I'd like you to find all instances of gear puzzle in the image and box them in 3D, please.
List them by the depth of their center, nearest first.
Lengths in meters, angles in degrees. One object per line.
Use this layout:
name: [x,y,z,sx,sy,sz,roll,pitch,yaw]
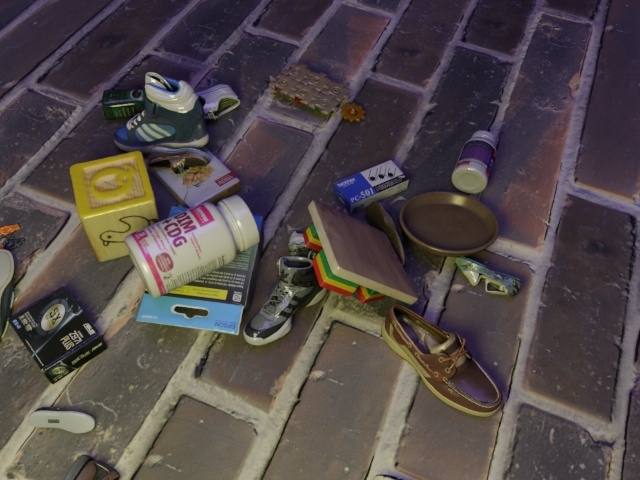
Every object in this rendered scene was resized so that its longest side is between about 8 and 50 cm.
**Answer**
gear puzzle: [0.005,-0.487,1.999,0.339,0.044,0.175,29,56,13]

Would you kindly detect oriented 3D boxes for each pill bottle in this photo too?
pill bottle: [-0.300,0.006,1.402,0.283,0.160,0.160,-27,60,-20]
pill bottle: [0.477,-0.245,1.807,0.108,0.108,0.193,20,56,11]

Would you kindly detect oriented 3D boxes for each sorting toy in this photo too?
sorting toy: [0.084,0.049,1.461,0.256,0.089,0.257,23,29,-32]

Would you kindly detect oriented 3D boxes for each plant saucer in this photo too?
plant saucer: [0.360,-0.044,1.664,0.278,0.041,0.277,0,41,0]

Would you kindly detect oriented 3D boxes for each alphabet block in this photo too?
alphabet block: [-0.535,-0.091,1.570,0.193,0.197,0.193,-17,57,-15]

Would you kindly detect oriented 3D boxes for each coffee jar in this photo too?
coffee jar: [-0.598,-0.439,1.893,0.185,0.079,0.096,-4,52,-5]

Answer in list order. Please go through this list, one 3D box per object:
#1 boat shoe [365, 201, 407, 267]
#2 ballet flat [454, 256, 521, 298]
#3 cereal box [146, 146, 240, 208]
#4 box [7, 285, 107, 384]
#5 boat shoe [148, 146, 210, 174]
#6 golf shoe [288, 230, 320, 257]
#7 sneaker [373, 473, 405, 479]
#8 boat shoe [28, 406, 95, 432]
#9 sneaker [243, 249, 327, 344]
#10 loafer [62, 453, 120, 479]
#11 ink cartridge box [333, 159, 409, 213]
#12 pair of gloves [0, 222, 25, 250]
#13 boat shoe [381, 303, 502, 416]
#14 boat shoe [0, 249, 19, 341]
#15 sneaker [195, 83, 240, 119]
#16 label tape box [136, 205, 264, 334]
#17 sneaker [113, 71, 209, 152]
boat shoe: [0.197,-0.014,1.639,0.074,0.080,0.223,9,46,-38]
ballet flat: [0.441,0.102,1.583,0.189,0.070,0.070,21,55,16]
cereal box: [-0.376,-0.194,1.749,0.173,0.047,0.240,-35,63,-25]
box: [-0.625,0.223,1.408,0.147,0.077,0.180,-34,63,-26]
boat shoe: [-0.408,-0.224,1.704,0.183,0.066,0.066,4,59,13]
golf shoe: [0.000,0.000,1.624,0.177,0.069,0.085,2,48,-4]
sneaker: [0.226,0.575,1.215,0.276,0.107,0.109,16,74,13]
boat shoe: [-0.569,0.392,1.310,0.142,0.049,0.040,8,15,-4]
sneaker: [-0.096,0.130,1.457,0.101,0.153,0.269,27,53,36]
loafer: [-0.500,0.573,1.148,0.095,0.109,0.302,18,52,4]
ink cartridge box: [0.151,-0.162,1.763,0.207,0.046,0.097,-24,58,-19]
pair of gloves: [-0.847,-0.008,1.604,0.074,0.010,0.083,-23,59,-20]
boat shoe: [0.290,0.274,1.405,0.123,0.123,0.342,-36,63,-26]
boat shoe: [-0.800,0.141,1.456,0.095,0.079,0.254,-7,57,-12]
sneaker: [-0.371,-0.425,1.890,0.258,0.094,0.091,-36,59,-27]
label tape box: [-0.294,0.088,1.512,0.250,0.115,0.347,7,57,1]
sneaker: [-0.493,-0.386,1.728,0.323,0.236,0.130,3,42,18]
